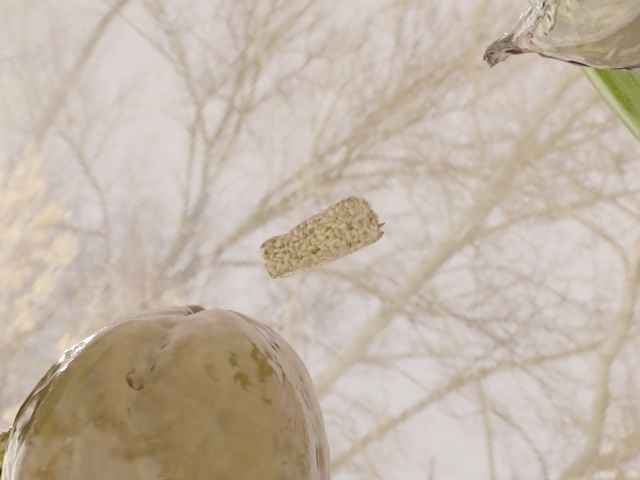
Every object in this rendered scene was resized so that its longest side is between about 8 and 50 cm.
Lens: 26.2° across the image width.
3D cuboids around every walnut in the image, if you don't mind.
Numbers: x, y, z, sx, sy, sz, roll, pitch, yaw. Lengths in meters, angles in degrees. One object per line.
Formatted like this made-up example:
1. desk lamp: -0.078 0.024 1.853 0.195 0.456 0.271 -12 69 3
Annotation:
1. walnut: -0.108 0.177 0.929 0.227 0.283 0.283 5 -32 29

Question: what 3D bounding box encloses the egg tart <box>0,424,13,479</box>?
1. egg tart: -0.267 0.326 1.502 0.294 0.294 0.123 39 -8 -5

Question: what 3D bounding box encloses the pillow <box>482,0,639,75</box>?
1. pillow: 0.221 -0.180 0.972 0.169 0.059 0.255 -1 -13 -11

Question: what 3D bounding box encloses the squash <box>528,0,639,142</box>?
1. squash: 0.259 -0.187 1.206 0.379 0.101 0.101 51 -20 -9

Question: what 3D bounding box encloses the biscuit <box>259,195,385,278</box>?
1. biscuit: 0.000 0.000 1.831 0.082 0.168 0.070 9 58 -63
